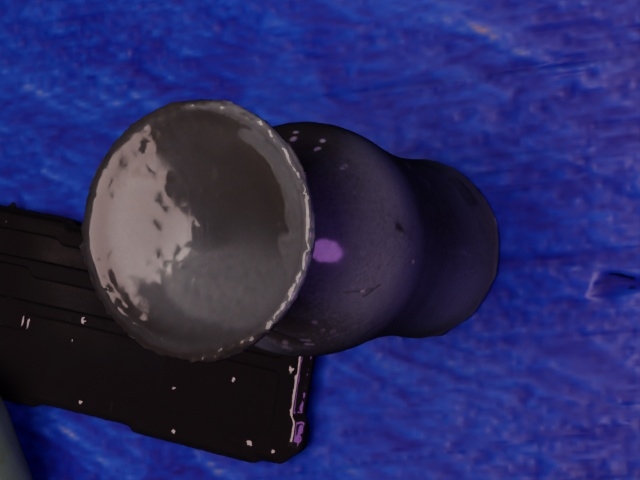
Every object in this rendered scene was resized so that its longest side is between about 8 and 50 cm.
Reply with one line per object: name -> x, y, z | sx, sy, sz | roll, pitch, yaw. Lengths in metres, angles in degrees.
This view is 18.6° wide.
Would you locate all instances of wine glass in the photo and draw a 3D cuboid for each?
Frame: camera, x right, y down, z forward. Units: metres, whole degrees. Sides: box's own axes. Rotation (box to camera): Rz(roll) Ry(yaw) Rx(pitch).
wine glass -> 0.000, 0.000, 0.845 | 0.103, 0.231, 0.103 | -1, 87, 26

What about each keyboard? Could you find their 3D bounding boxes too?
keyboard -> -0.116, 0.043, 1.024 | 0.262, 0.016, 0.106 | 11, 95, 27

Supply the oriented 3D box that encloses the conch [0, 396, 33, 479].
conch -> -0.195, 0.139, 1.037 | 0.106, 0.079, 0.170 | -19, 98, 52
